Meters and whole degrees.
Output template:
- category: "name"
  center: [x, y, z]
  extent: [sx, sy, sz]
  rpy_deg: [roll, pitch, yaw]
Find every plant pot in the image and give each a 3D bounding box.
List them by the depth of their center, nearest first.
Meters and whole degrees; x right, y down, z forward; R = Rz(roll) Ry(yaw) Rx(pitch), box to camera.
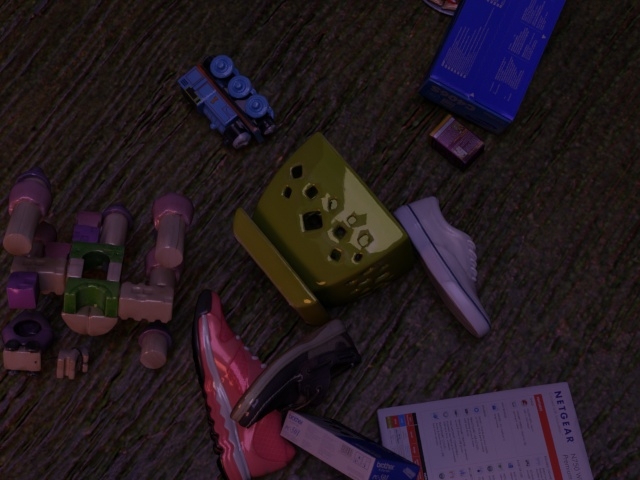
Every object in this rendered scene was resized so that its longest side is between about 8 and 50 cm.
- category: "plant pot"
  center: [0.000, 0.000, 1.664]
  extent: [0.207, 0.227, 0.228]
  rpy_deg: [-40, 75, -3]

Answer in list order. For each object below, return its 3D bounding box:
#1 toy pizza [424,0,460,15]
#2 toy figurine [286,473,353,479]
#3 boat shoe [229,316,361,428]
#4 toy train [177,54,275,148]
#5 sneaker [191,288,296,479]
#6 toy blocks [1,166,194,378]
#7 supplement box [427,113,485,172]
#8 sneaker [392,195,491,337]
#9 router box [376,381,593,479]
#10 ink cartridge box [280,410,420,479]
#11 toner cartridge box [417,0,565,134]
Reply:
- category: "toy pizza"
  center: [0.264, -0.501, 1.915]
  extent: [0.201, 0.032, 0.201]
  rpy_deg: [-1, 72, 2]
- category: "toy figurine"
  center: [-0.009, 0.451, 1.545]
  extent: [0.213, 0.148, 0.209]
  rpy_deg: [3, 72, 3]
- category: "boat shoe"
  center: [-0.026, 0.211, 1.595]
  extent: [0.092, 0.103, 0.285]
  rpy_deg: [45, 36, 9]
- category: "toy train"
  center: [-0.160, -0.239, 1.823]
  extent: [0.105, 0.080, 0.184]
  rpy_deg: [-40, 77, -1]
- category: "sneaker"
  center: [-0.122, 0.225, 1.661]
  extent: [0.136, 0.116, 0.313]
  rpy_deg: [-11, 78, -12]
- category: "toy blocks"
  center: [-0.358, 0.028, 1.693]
  extent: [0.289, 0.309, 0.260]
  rpy_deg: [5, 38, -8]
- category: "supplement box"
  center: [0.233, -0.167, 1.798]
  extent: [0.083, 0.043, 0.055]
  rpy_deg: [42, 78, 15]
- category: "sneaker"
  center: [0.217, 0.034, 1.705]
  extent: [0.091, 0.094, 0.258]
  rpy_deg: [-30, 72, -3]
- category: "router box"
  center: [0.256, 0.397, 1.555]
  extent: [0.301, 0.082, 0.335]
  rpy_deg: [-8, 60, 0]
- category: "ink cartridge box"
  center: [0.041, 0.311, 1.553]
  extent: [0.207, 0.097, 0.046]
  rpy_deg: [19, 89, 50]
- category: "toner cartridge box"
  center: [0.315, -0.375, 1.830]
  extent: [0.165, 0.075, 0.347]
  rpy_deg: [27, 74, -4]
